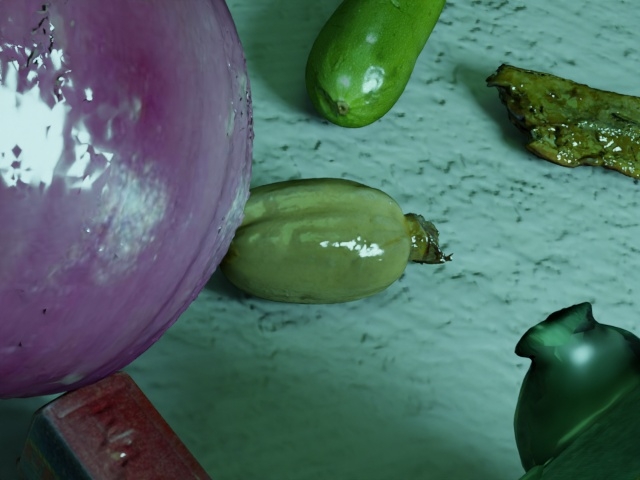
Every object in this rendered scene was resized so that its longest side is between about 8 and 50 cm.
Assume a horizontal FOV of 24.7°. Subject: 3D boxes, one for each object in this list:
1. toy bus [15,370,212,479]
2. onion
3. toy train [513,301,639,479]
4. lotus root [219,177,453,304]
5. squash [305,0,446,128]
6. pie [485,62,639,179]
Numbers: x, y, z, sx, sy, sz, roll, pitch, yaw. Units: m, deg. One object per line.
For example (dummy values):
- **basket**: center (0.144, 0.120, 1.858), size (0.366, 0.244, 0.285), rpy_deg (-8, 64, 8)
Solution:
- **toy bus**: center (-0.064, 0.149, 0.662), size (0.065, 0.077, 0.192), rpy_deg (-26, 61, -33)
- **onion**: center (-0.198, -0.025, 0.619), size (0.358, 0.358, 0.345), rpy_deg (-24, 101, -33)
- **toy train**: center (0.098, 0.190, 0.592), size (0.369, 0.237, 0.150), rpy_deg (-34, 26, -25)
- **lotus root**: center (0.000, 0.000, 0.827), size (0.150, 0.062, 0.073), rpy_deg (-1, 57, -18)
- **squash**: center (0.044, -0.145, 0.969), size (0.066, 0.066, 0.201), rpy_deg (25, 47, 5)
- **pie**: center (0.190, -0.075, 0.977), size (0.170, 0.034, 0.092), rpy_deg (11, 45, -16)
